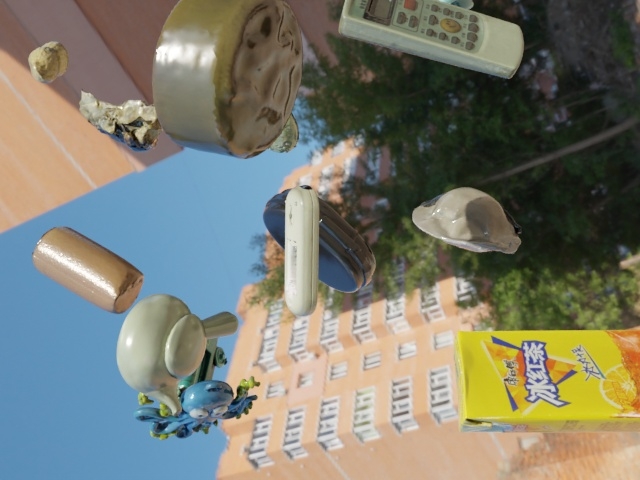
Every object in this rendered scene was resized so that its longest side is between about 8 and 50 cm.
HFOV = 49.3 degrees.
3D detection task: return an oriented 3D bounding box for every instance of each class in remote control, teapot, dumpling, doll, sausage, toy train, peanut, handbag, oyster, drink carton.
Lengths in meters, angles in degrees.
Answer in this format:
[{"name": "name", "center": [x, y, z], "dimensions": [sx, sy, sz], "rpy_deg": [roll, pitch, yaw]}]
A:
[{"name": "remote control", "center": [0.175, -0.331, 1.081], "dimensions": [0.038, 0.286, 0.123], "rpy_deg": [105, -178, -54]}, {"name": "teapot", "center": [-0.300, 0.194, 1.484], "dimensions": [0.318, 0.149, 0.219], "rpy_deg": [-60, -27, -51]}, {"name": "dumpling", "center": [0.368, -0.057, 1.758], "dimensions": [0.205, 0.163, 0.293], "rpy_deg": [23, -172, -48]}, {"name": "doll", "center": [-0.355, 0.491, 1.992], "dimensions": [0.346, 0.341, 0.098], "rpy_deg": [6, -134, -23]}, {"name": "sausage", "center": [-0.501, 0.070, 1.531], "dimensions": [0.123, 0.253, 0.123], "rpy_deg": [-48, -25, -32]}, {"name": "toy train", "center": [-0.401, 0.425, 2.235], "dimensions": [0.194, 0.120, 0.298], "rpy_deg": [62, -150, -52]}, {"name": "peanut", "center": [-0.668, -0.437, 1.713], "dimensions": [0.082, 0.082, 0.187], "rpy_deg": [60, -172, -24]}, {"name": "handbag", "center": [0.001, -0.001, 1.650], "dimensions": [0.308, 0.254, 0.093], "rpy_deg": [43, -112, -6]}, {"name": "oyster", "center": [-0.413, -0.242, 1.473], "dimensions": [0.162, 0.233, 0.107], "rpy_deg": [21, -103, -52]}, {"name": "drink carton", "center": [0.401, 0.232, 1.140], "dimensions": [0.111, 0.352, 0.154], "rpy_deg": [81, -171, -61]}, {"name": "remote control", "center": [-0.034, 0.018, 1.158], "dimensions": [0.078, 0.042, 0.221], "rpy_deg": [-160, 68, -63]}]

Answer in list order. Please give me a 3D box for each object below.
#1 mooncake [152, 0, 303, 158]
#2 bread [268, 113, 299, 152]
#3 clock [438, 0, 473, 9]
[{"name": "mooncake", "center": [-0.144, -0.283, 1.181], "dimensions": [0.284, 0.156, 0.284], "rpy_deg": [-47, -34, -48]}, {"name": "bread", "center": [-0.147, -0.288, 1.545], "dimensions": [0.064, 0.173, 0.232], "rpy_deg": [-40, -74, -37]}, {"name": "clock", "center": [0.255, -0.458, 1.371], "dimensions": [0.147, 0.108, 0.045], "rpy_deg": [-34, -80, -26]}]
